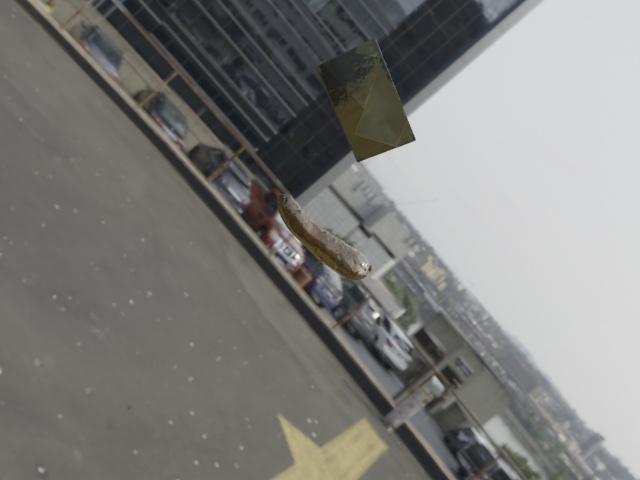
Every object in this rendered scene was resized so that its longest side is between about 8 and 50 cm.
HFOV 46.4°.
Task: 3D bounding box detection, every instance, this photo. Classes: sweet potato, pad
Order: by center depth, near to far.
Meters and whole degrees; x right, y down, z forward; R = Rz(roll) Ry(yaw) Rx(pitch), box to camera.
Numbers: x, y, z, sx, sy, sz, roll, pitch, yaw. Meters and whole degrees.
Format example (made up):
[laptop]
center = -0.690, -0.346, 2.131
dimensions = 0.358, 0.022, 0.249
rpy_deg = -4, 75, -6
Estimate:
[sweet potato]
center = 0.000, 0.000, 1.667
dimensions = 0.273, 0.075, 0.075
rpy_deg = 39, 7, -11
[pad]
center = 0.102, -0.310, 1.679
dimensions = 0.004, 0.164, 0.243
rpy_deg = -35, 104, -56
